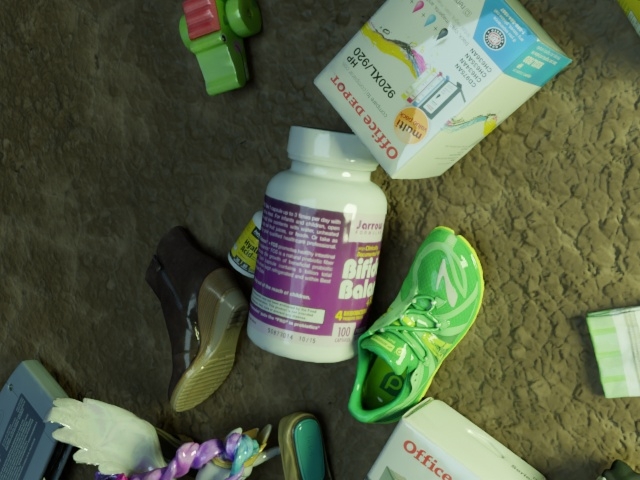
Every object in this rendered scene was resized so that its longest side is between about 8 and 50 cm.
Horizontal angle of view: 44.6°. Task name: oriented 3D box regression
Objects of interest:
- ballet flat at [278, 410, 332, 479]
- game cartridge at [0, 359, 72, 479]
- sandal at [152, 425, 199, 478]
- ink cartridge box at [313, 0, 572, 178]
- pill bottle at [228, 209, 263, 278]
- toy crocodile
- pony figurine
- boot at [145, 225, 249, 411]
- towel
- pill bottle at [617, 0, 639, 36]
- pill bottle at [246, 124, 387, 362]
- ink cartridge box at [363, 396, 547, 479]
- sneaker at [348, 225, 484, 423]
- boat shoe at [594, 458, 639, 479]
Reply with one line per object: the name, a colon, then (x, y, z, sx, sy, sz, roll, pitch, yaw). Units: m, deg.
ballet flat: (-0.019, 0.370, 1.174, 0.073, 0.080, 0.232, -10, 86, 57)
game cartridge: (-0.552, 0.383, 1.452, 0.198, 0.062, 0.297, 38, 108, 38)
sandal: (-0.228, 0.351, 1.296, 0.180, 0.049, 0.072, 14, 108, 13)
ink cartridge box: (0.149, -0.211, 0.967, 0.233, 0.168, 0.171, -43, 74, 25)
pill bottle: (-0.084, -0.005, 1.174, 0.065, 0.065, 0.116, 43, 112, 20)
toy crocodile: (-0.167, -0.390, 1.168, 0.115, 0.105, 0.340, -4, 92, 30)
pony figurine: (-0.261, 0.409, 1.178, 0.363, 0.351, 0.303, -69, 23, 16)
boot: (-0.221, 0.127, 1.267, 0.207, 0.090, 0.248, 42, 114, 33)
towel: (0.406, 0.130, 0.934, 0.152, 0.023, 0.113, -14, 86, 30)
pill bottle: (0.396, -0.272, 0.854, 0.119, 0.119, 0.208, -33, 78, 27)
pill bottle: (0.000, 0.000, 1.068, 0.169, 0.169, 0.301, 14, 101, 28)
ink cartridge box: (0.145, 0.382, 1.046, 0.198, 0.115, 0.272, 34, 109, 23)
sneaker: (0.124, 0.125, 1.033, 0.109, 0.123, 0.295, 28, 106, 25)
boat shoe: (0.343, 0.448, 0.931, 0.158, 0.127, 0.340, 29, 107, 32)
